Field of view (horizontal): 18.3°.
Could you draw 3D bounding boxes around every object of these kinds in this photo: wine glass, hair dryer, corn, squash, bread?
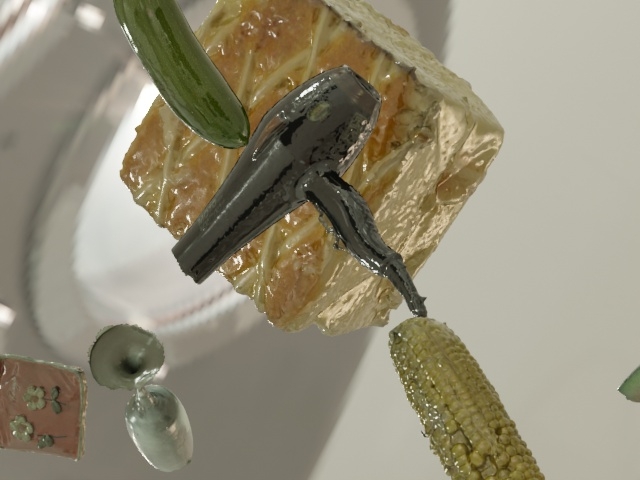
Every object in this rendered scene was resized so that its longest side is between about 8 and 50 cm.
[{"bbox_3d":[-0.168,0.165,1.964,0.074,0.074,0.262,-57,-19,-20],"label":"wine glass"},{"bbox_3d":[0.000,0.000,2.152,0.303,0.359,0.120,-46,-41,9],"label":"hair dryer"},{"bbox_3d":[0.144,0.193,1.777,0.086,0.288,0.086,-24,-22,-10],"label":"corn"},{"bbox_3d":[-0.150,-0.191,2.042,0.069,0.069,0.258,-52,-53,-30],"label":"squash"},{"bbox_3d":[-0.005,-0.117,2.554,0.279,0.371,0.390,-4,-52,-58],"label":"bread"}]

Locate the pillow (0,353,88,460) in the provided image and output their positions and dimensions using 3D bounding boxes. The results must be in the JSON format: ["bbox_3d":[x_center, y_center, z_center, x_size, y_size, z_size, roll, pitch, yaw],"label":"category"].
[{"bbox_3d":[-0.385,0.191,2.382,0.043,0.233,0.126,-35,-49,-70],"label":"pillow"}]

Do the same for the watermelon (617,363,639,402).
[{"bbox_3d":[0.330,0.106,1.715,0.155,0.080,0.101,-44,-5,-6],"label":"watermelon"}]
